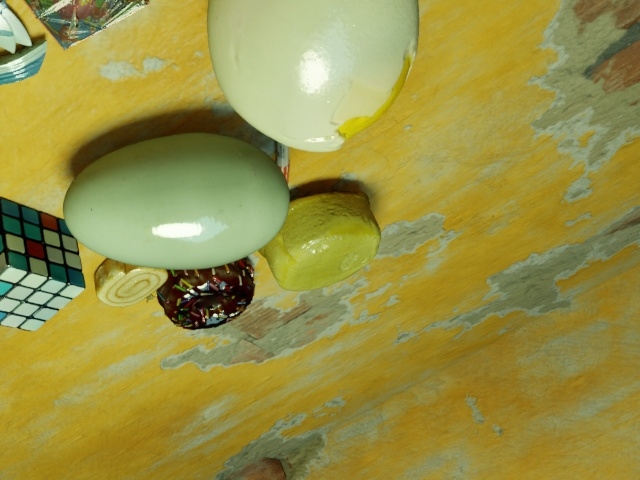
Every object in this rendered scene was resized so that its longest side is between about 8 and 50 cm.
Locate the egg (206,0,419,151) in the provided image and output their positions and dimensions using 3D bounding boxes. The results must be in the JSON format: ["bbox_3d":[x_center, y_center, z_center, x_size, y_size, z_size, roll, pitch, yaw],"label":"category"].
[{"bbox_3d":[-0.007,-0.293,0.857,0.283,0.283,0.345,-11,140,-19],"label":"egg"}]

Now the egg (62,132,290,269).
[{"bbox_3d":[-0.233,-0.064,1.087,0.371,0.230,0.230,-5,143,-18],"label":"egg"}]

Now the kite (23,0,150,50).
[{"bbox_3d":[-0.324,-0.317,0.866,0.190,0.010,0.159,0,140,-34],"label":"kite"}]

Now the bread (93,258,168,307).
[{"bbox_3d":[-0.391,0.078,1.330,0.149,0.073,0.122,-37,143,19],"label":"bread"}]

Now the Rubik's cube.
[{"bbox_3d":[-0.526,0.046,1.128,0.155,0.151,0.154,-38,146,19],"label":"Rubik's cube"}]

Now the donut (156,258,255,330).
[{"bbox_3d":[-0.251,0.121,1.472,0.235,0.089,0.235,-17,145,-12],"label":"donut"}]

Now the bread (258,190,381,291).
[{"bbox_3d":[0.000,0.000,1.408,0.270,0.148,0.270,-18,151,-10],"label":"bread"}]

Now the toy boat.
[{"bbox_3d":[-0.419,-0.275,0.858,0.105,0.034,0.149,-5,130,-23],"label":"toy boat"}]

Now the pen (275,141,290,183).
[{"bbox_3d":[-0.070,-0.183,1.206,0.028,0.028,0.239,-15,146,-14],"label":"pen"}]
